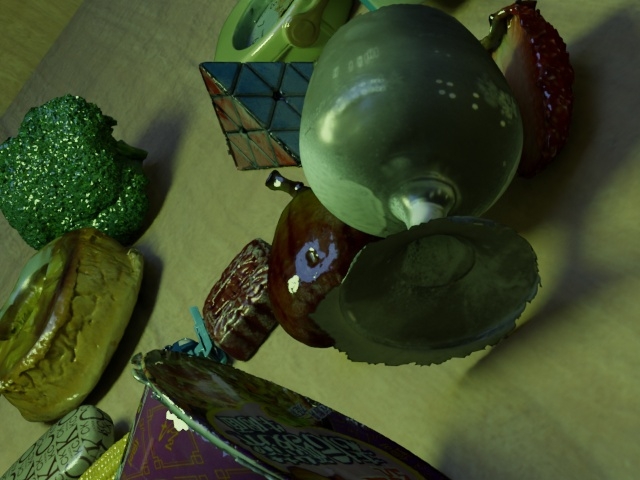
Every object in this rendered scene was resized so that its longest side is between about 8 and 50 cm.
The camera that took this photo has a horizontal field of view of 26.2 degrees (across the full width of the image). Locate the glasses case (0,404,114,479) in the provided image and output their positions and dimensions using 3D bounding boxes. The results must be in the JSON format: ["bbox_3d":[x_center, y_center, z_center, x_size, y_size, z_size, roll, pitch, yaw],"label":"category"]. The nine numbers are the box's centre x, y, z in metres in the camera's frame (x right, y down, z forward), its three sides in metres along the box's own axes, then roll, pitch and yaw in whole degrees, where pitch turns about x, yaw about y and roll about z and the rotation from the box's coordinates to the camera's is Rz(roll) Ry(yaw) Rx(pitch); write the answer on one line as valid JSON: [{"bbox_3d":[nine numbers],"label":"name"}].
[{"bbox_3d":[-0.406,0.367,1.903,0.354,0.085,0.137,-45,25,19],"label":"glasses case"}]

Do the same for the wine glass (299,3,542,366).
[{"bbox_3d":[0.091,-0.068,1.356,0.238,0.238,0.323,-38,38,31],"label":"wine glass"}]

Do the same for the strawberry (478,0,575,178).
[{"bbox_3d":[0.222,-0.146,1.464,0.167,0.087,0.208,126,138,-54],"label":"strawberry"}]

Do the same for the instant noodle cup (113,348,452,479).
[{"bbox_3d":[-0.057,0.279,1.153,0.266,0.340,0.340,-63,24,5],"label":"instant noodle cup"}]

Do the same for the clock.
[{"bbox_3d":[-0.041,-0.348,2.138,0.308,0.096,0.235,-37,29,33],"label":"clock"}]

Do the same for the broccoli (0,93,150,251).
[{"bbox_3d":[-0.408,-0.100,2.333,0.308,0.275,0.308,11,106,40],"label":"broccoli"}]

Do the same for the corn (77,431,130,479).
[{"bbox_3d":[-0.212,0.266,1.691,0.248,0.081,0.081,-41,28,28],"label":"corn"}]

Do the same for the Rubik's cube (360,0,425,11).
[{"bbox_3d":[0.086,-0.545,1.808,0.352,0.347,0.351,-40,30,7],"label":"Rubik's cube"}]

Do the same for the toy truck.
[{"bbox_3d":[-0.168,0.143,1.791,0.074,0.063,0.136,-43,29,5],"label":"toy truck"}]

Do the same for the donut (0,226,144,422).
[{"bbox_3d":[-0.408,0.124,2.125,0.330,0.160,0.330,-50,21,27],"label":"donut"}]

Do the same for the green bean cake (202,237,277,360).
[{"bbox_3d":[-0.093,0.072,1.753,0.135,0.056,0.135,-51,25,5],"label":"green bean cake"}]

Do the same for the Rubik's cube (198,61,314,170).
[{"bbox_3d":[-0.065,-0.225,1.992,0.178,0.190,0.211,-45,25,-22],"label":"Rubik's cube"}]

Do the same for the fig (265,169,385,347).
[{"bbox_3d":[0.001,0.001,1.552,0.170,0.145,0.274,-47,41,15],"label":"fig"}]
